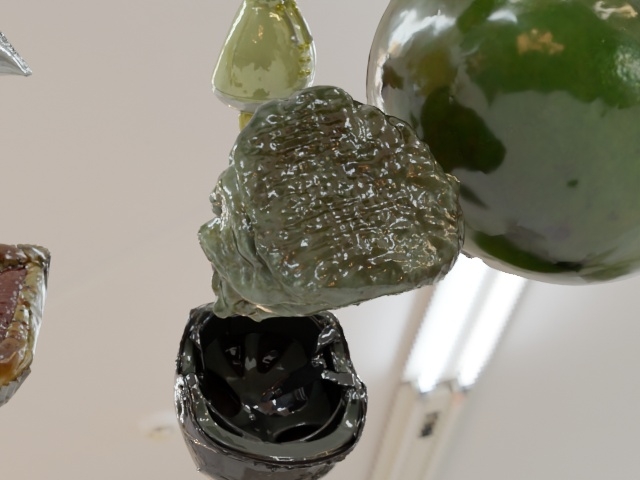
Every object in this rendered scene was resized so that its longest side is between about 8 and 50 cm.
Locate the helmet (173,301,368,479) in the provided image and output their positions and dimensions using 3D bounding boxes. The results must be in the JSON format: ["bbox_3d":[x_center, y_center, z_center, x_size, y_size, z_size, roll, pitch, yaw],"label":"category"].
[{"bbox_3d":[-0.072,0.215,1.785,0.225,0.305,0.177,7,-49,-11],"label":"helmet"}]

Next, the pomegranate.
[{"bbox_3d":[0.219,-0.119,1.135,0.310,0.216,0.358,32,-75,-32],"label":"pomegranate"}]

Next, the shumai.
[{"bbox_3d":[0.006,0.003,1.034,0.184,0.184,0.142,-9,-29,-10],"label":"shumai"}]

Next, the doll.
[{"bbox_3d":[-0.056,-0.253,1.718,0.141,0.117,0.296,-21,-51,-51],"label":"doll"}]

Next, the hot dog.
[{"bbox_3d":[-0.336,0.081,1.484,0.131,0.252,0.069,0,-57,4],"label":"hot dog"}]

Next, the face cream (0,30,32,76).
[{"bbox_3d":[-0.370,-0.194,1.344,0.089,0.143,0.314,-40,-1,21],"label":"face cream"}]
